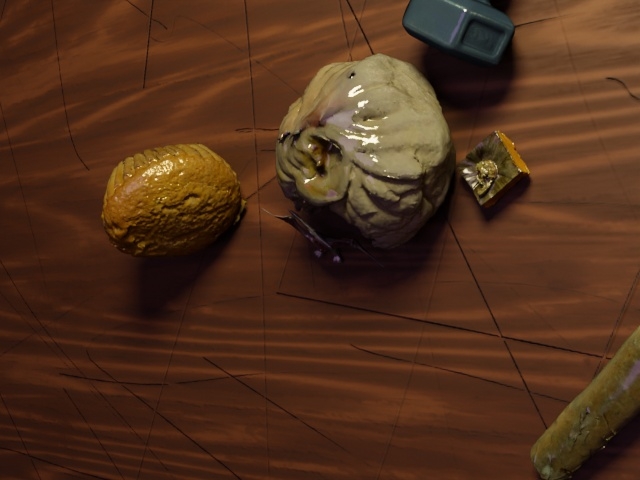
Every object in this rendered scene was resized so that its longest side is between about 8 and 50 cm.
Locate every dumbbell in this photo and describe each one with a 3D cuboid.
[{"bbox_3d":[0.226,-0.388,0.998,0.143,0.156,0.316,23,111,-1],"label":"dumbbell"}]

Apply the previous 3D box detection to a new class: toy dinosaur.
[{"bbox_3d":[0.001,-0.001,1.217,0.220,0.108,0.032,22,76,18],"label":"toy dinosaur"}]

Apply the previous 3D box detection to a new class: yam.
[{"bbox_3d":[0.378,0.187,0.995,0.071,0.067,0.317,38,117,11],"label":"yam"}]

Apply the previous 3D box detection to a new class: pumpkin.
[{"bbox_3d":[0.233,-0.097,1.076,0.083,0.054,0.074,-45,65,35],"label":"pumpkin"}]

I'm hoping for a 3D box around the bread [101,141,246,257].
[{"bbox_3d":[-0.253,-0.071,1.313,0.240,0.239,0.139,-47,57,28],"label":"bread"}]

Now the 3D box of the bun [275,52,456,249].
[{"bbox_3d":[0.051,-0.131,1.107,0.281,0.204,0.282,2,94,34],"label":"bun"}]
